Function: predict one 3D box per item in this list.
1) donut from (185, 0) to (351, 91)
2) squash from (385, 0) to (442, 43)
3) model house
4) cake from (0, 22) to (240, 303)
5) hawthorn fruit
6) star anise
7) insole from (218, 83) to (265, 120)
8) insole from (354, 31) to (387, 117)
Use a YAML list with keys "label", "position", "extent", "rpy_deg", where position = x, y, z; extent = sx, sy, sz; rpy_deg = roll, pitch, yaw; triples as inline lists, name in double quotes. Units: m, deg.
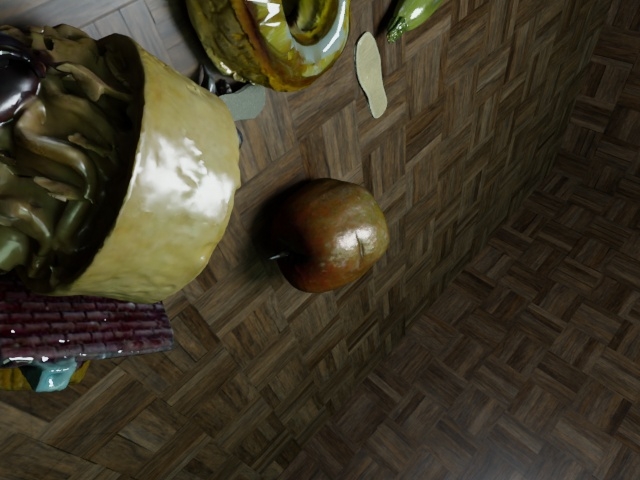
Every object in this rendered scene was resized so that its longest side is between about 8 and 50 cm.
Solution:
- label: "donut"
  position: [-0.053, -0.400, 0.682]
  extent: [0.330, 0.159, 0.330]
  rpy_deg: [-41, 145, -36]
- label: "squash"
  position: [0.252, -0.585, 0.986]
  extent: [0.341, 0.094, 0.094]
  rpy_deg: [-58, 148, 0]
- label: "model house"
  position: [-0.378, 0.144, 0.661]
  extent: [0.280, 0.248, 0.230]
  rpy_deg: [13, 110, -56]
- label: "cake"
  position: [-0.304, -0.097, 0.483]
  extent: [0.321, 0.332, 0.333]
  rpy_deg: [18, 104, -50]
- label: "hawthorn fruit"
  position: [0.000, 0.000, 1.028]
  extent: [0.300, 0.268, 0.268]
  rpy_deg: [-27, 139, -23]
- label: "star anise"
  position: [-0.204, -0.204, 0.749]
  extent: [0.180, 0.061, 0.205]
  rpy_deg: [-43, 147, -20]
- label: "insole"
  position: [-0.141, -0.244, 0.769]
  extent: [0.192, 0.010, 0.063]
  rpy_deg: [-52, 147, -59]
- label: "insole"
  position: [0.128, -0.398, 1.062]
  extent: [0.081, 0.011, 0.248]
  rpy_deg: [-50, 148, -10]
